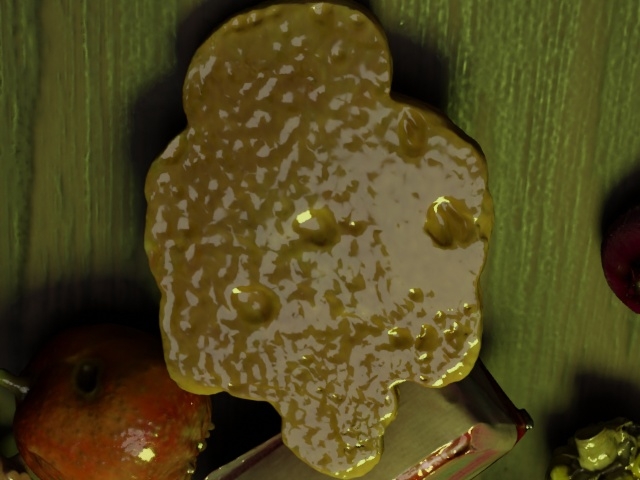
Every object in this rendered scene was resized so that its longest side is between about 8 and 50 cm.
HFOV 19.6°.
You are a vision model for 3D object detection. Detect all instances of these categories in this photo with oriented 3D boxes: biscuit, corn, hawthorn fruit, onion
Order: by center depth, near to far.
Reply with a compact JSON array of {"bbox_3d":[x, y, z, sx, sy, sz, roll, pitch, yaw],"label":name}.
[{"bbox_3d":[0.001,-0.001,1.428,0.269,0.051,0.375,-5,98,8],"label":"biscuit"},{"bbox_3d":[0.282,0.021,1.499,0.115,0.104,0.115,10,133,10],"label":"onion"},{"bbox_3d":[-0.229,0.128,1.507,0.285,0.165,0.165,17,119,-7],"label":"hawthorn fruit"},{"bbox_3d":[0.289,0.276,1.649,0.119,0.119,0.322,-25,124,11],"label":"corn"}]

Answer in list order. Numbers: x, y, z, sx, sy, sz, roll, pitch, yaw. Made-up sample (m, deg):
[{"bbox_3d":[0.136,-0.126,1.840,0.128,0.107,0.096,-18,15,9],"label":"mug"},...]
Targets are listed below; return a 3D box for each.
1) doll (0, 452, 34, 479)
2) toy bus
[{"bbox_3d":[-0.306,0.247,1.544,0.262,0.093,0.211,-40,116,-27],"label":"doll"},{"bbox_3d":[0.020,0.192,1.546,0.303,0.147,0.127,-37,76,17],"label":"toy bus"}]
